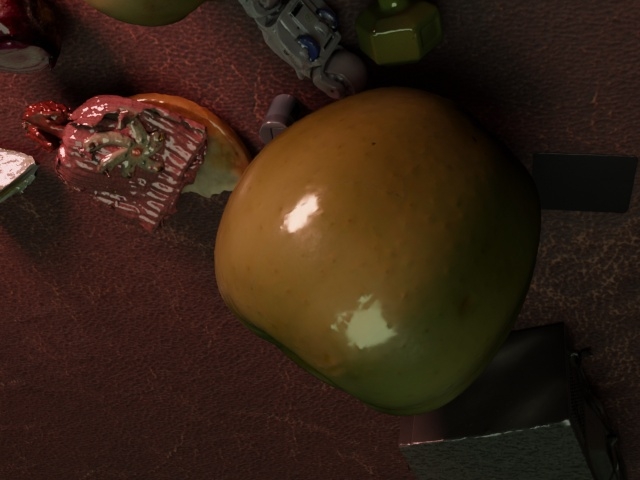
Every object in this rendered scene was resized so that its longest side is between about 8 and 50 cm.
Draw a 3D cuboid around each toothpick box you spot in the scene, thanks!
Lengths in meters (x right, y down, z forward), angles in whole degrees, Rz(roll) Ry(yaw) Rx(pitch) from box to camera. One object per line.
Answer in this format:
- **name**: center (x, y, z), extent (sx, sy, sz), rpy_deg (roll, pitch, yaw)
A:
- **toothpick box**: center (-0.061, -0.185, 1.350), extent (0.052, 0.083, 0.052), rpy_deg (6, 131, 7)

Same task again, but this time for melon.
- **melon**: center (-0.594, -0.117, 1.531), extent (0.202, 0.093, 0.139), rpy_deg (-30, 110, 27)

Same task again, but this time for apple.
- **apple**: center (0.085, 0.006, 1.223), extent (0.473, 0.474, 0.474), rpy_deg (6, 131, 8)

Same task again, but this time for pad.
- **pad**: center (0.413, -0.090, 1.375), extent (0.157, 0.003, 0.112), rpy_deg (3, 130, 10)

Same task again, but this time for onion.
- **onion**: center (-0.490, -0.326, 1.290), extent (0.198, 0.135, 0.173), rpy_deg (-1, 165, 7)

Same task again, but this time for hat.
- **hat**: center (-0.338, -0.139, 1.383), extent (0.286, 0.107, 0.237), rpy_deg (25, 121, -15)

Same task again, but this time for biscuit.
- **biscuit**: center (-0.266, -0.155, 1.452), extent (0.308, 0.040, 0.205), rpy_deg (-2, 129, 14)

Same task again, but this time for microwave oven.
- **microwave oven**: center (0.385, 0.408, 1.653), extent (0.374, 0.236, 0.432), rpy_deg (-15, 125, 23)

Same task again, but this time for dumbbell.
- **dumbbell**: center (0.083, -0.378, 1.137), extent (0.108, 0.121, 0.302), rpy_deg (18, 140, 38)

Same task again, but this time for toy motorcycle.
- **toy motorcycle**: center (-0.035, -0.297, 1.252), extent (0.112, 0.112, 0.254), rpy_deg (-31, 119, 32)

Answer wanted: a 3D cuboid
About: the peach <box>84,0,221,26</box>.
- **peach**: center (-0.208, -0.415, 1.078), extent (0.292, 0.248, 0.292), rpy_deg (8, 142, 6)
